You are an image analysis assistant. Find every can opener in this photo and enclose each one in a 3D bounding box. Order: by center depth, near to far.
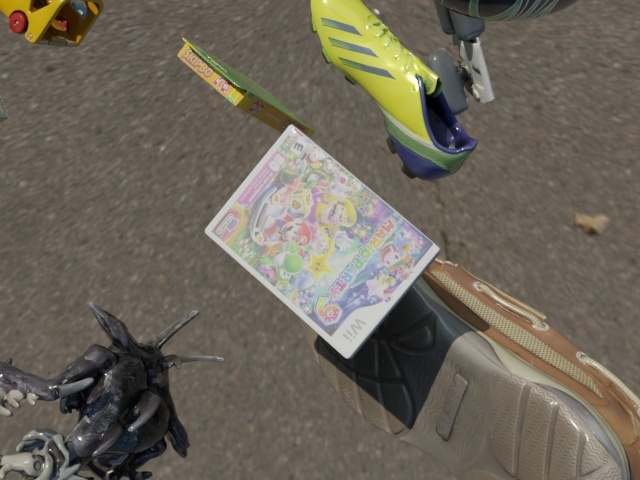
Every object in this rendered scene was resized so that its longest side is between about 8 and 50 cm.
[{"bbox_3d":[0.185,-0.310,1.643,0.095,0.076,0.283,-31,123,-13],"label":"can opener"}]

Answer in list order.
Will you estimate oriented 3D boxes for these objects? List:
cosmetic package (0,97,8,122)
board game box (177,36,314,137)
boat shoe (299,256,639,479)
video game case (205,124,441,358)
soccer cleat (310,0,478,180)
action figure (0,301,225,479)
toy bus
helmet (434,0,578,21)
[{"bbox_3d":[-0.499,-0.172,1.584,0.115,0.041,0.060,-23,88,21],"label":"cosmetic package"},{"bbox_3d":[-0.107,-0.211,1.622,0.124,0.259,0.039,42,95,22],"label":"board game box"},{"bbox_3d":[0.101,0.085,0.792,0.116,0.324,0.123,-5,126,-41],"label":"boat shoe"},{"bbox_3d":[0.000,0.000,0.690,0.122,0.011,0.087,41,95,14],"label":"video game case"},{"bbox_3d":[0.096,-0.209,1.418,0.289,0.093,0.121,56,141,-3],"label":"soccer cleat"},{"bbox_3d":[-0.205,0.144,0.835,0.275,0.141,0.164,-42,131,-29],"label":"action figure"},{"bbox_3d":[-0.379,-0.347,1.492,0.202,0.191,0.104,29,115,-27],"label":"toy bus"},{"bbox_3d":[0.113,-0.213,0.689,0.169,0.169,0.161,9,133,-2],"label":"helmet"}]
